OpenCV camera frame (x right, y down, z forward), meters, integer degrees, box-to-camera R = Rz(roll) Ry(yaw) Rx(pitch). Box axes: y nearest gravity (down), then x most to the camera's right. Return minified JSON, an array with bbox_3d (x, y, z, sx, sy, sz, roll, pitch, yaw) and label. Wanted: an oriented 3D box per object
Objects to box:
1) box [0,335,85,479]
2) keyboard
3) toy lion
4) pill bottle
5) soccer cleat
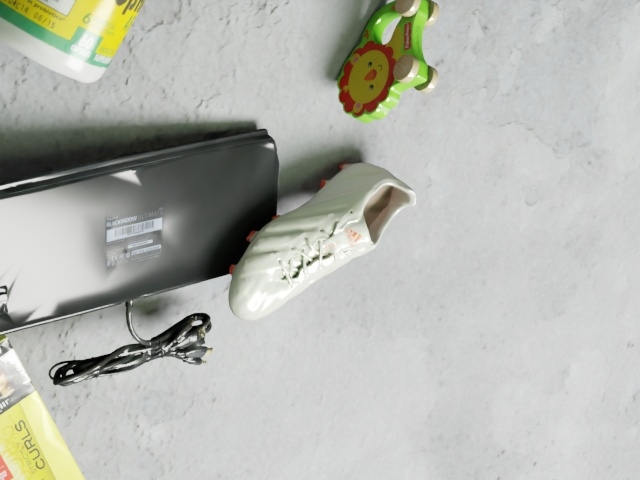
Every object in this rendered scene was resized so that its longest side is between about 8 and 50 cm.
[{"bbox_3d":[-0.259,0.170,1.564,0.087,0.058,0.232,-33,130,-16],"label":"box"},{"bbox_3d":[-0.159,0.025,1.531,0.317,0.033,0.201,-14,116,-41],"label":"keyboard"},{"bbox_3d":[0.053,-0.150,1.587,0.034,0.096,0.100,23,61,-41],"label":"toy lion"},{"bbox_3d":[-0.161,-0.229,1.364,0.117,0.117,0.208,24,100,-41],"label":"pill bottle"},{"bbox_3d":[0.000,0.000,1.605,0.196,0.076,0.068,-43,134,-29],"label":"soccer cleat"}]
